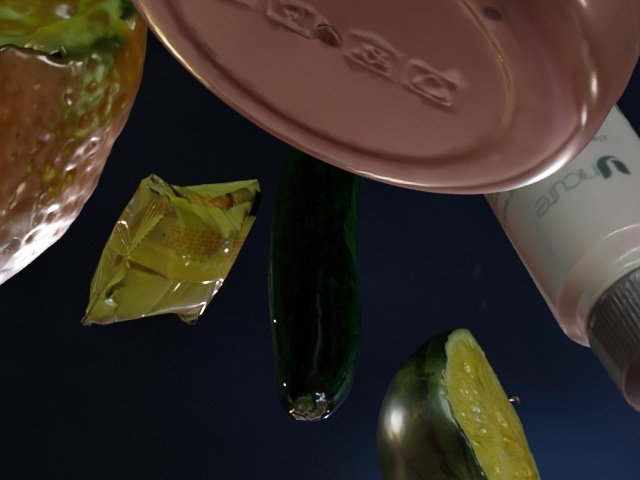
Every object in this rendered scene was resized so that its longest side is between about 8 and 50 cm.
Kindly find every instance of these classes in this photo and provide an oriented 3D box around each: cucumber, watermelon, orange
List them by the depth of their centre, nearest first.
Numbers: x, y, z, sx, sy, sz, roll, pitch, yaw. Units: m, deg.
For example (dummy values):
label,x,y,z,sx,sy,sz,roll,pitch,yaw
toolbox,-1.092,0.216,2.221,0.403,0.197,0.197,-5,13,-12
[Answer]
label,x,y,z,sx,sy,sz,roll,pitch,yaw
orange,-0.243,-0.060,1.008,0.335,0.262,0.196,-32,-46,-6
cucumber,0.000,0.000,1.065,0.056,0.284,0.056,3,-50,3
watermelon,0.119,0.189,1.746,0.127,0.232,0.204,-27,-48,15

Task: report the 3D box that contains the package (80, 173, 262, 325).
label,x,y,z,sx,sy,sz,roll,pitch,yaw
package,-0.142,0.009,1.896,0.090,0.226,0.168,32,-80,19

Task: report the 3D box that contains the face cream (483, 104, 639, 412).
label,x,y,z,sx,sy,sz,roll,pitch,yaw
face cream,0.144,-0.011,1.043,0.092,0.311,0.092,-12,-46,-12

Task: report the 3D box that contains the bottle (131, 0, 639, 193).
label,x,y,z,sx,sy,sz,roll,pitch,yaw
bottle,0.063,-0.186,0.642,0.173,0.297,0.206,11,-31,35
